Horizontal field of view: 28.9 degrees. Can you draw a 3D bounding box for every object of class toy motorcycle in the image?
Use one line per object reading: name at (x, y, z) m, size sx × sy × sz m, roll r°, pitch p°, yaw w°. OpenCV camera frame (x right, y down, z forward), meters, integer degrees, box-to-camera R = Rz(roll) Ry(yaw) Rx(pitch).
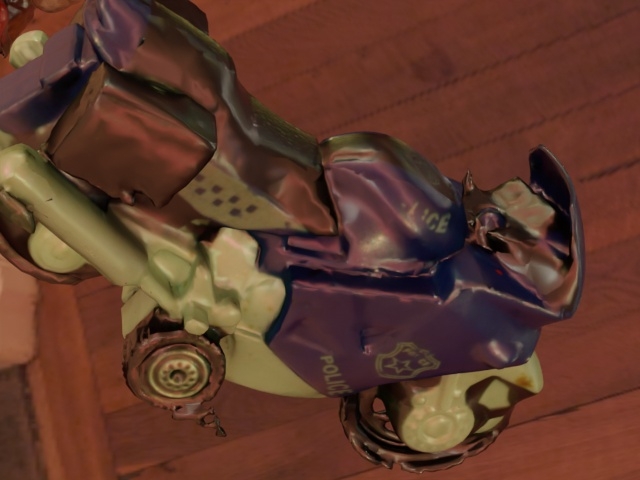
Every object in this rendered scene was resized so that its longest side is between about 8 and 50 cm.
toy motorcycle at (0.000, 0.000, 0.593) m, size 0.196 × 0.331 × 0.125 m, roll -46°, pitch 29°, yaw 21°

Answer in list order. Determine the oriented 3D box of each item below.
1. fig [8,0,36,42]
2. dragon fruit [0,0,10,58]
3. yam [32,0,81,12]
fig at (-0.521, -0.367, 1.525) m, size 0.286 × 0.368 × 0.286 m, roll -3°, pitch 81°, yaw 20°
dragon fruit at (-0.307, -0.177, 0.978) m, size 0.130 × 0.142 × 0.121 m, roll -1°, pitch 86°, yaw 36°
yam at (-0.165, -0.256, 1.089) m, size 0.264 × 0.046 × 0.046 m, roll -14°, pitch 77°, yaw 40°
